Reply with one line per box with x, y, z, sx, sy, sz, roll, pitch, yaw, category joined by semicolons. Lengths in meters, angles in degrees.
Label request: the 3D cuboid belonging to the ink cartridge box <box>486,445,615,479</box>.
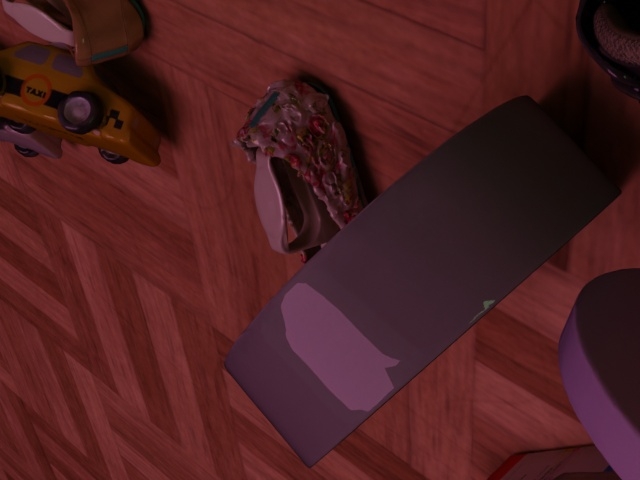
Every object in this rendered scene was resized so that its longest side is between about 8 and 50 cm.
0.187;0.219;0.733;0.134;0.078;0.231;55;150;-4;ink cartridge box

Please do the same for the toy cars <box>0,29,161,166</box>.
-0.281;-0.141;0.976;0.176;0.087;0.394;26;170;-36;toy cars

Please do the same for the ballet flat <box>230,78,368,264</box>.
0.000;0.000;0.756;0.091;0.077;0.241;8;130;50;ballet flat

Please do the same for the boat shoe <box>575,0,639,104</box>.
0.150;-0.095;0.423;0.103;0.092;0.285;11;130;52;boat shoe

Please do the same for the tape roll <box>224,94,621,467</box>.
0.054;0.023;0.562;0.072;0.219;0.219;49;150;8;tape roll

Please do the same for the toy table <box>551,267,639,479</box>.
0.217;0.152;0.489;0.274;0.252;0.160;47;138;41;toy table

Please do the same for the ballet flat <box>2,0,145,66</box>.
-0.240;-0.220;0.850;0.232;0.073;0.080;39;148;22;ballet flat
